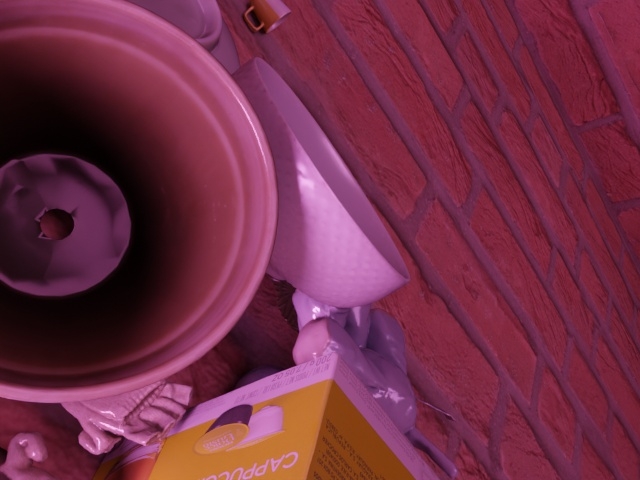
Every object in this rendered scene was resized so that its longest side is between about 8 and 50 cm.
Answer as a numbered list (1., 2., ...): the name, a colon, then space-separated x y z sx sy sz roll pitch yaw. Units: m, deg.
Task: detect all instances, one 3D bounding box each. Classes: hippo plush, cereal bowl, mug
1. hippo plush: 0.011 0.222 0.834 0.294 0.237 0.234 45 22 -8
2. cereal bowl: -0.033 -0.051 0.721 0.339 0.141 0.339 52 11 -15
3. mug: -0.101 -0.430 1.052 0.064 0.062 0.078 51 38 -12

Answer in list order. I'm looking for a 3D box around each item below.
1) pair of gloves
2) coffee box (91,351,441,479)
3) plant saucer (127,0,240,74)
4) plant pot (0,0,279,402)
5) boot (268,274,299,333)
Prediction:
1. pair of gloves: -0.269 0.204 0.575 0.240 0.204 0.042 -62 166 -44
2. coffee box: -0.054 0.379 0.540 0.338 0.338 0.334 54 26 -18
3. plant saucer: -0.242 -0.308 0.738 0.401 0.101 0.400 31 39 -29
4. plant pot: -0.242 -0.029 0.548 0.324 0.280 0.322 3 84 -28
5. boot: 0.000 0.000 0.991 0.269 0.089 0.236 -62 140 -50
